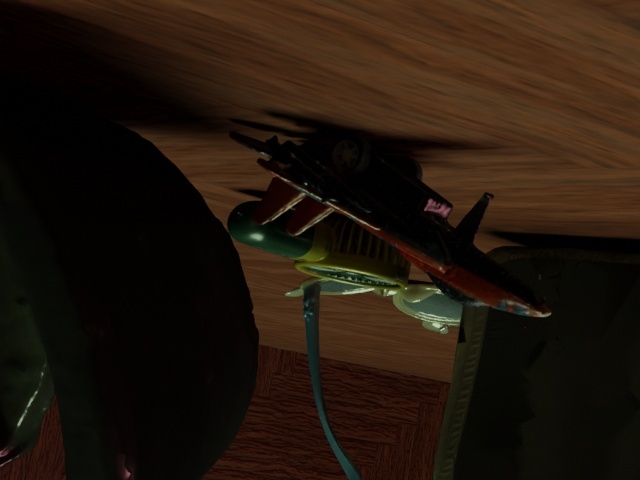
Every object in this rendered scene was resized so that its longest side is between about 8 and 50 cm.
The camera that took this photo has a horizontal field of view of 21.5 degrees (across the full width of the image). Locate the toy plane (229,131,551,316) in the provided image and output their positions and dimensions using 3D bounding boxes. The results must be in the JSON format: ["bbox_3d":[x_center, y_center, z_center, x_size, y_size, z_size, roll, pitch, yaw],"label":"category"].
[{"bbox_3d":[0.043,-0.012,0.841,0.189,0.061,0.130,21,-179,36],"label":"toy plane"}]

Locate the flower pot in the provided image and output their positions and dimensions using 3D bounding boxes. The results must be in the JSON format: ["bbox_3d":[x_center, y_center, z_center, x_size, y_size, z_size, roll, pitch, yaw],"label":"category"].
[{"bbox_3d":[-0.185,0.048,0.844,0.379,0.379,0.251,6,-167,31],"label":"flower pot"}]

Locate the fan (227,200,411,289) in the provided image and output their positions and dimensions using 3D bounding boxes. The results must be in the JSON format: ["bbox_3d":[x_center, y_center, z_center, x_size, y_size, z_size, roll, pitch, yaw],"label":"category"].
[{"bbox_3d":[0.000,0.000,1.163,0.082,0.039,0.155,4,170,44],"label":"fan"}]

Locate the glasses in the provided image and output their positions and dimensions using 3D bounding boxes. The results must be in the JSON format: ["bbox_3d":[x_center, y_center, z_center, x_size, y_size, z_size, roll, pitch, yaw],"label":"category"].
[{"bbox_3d":[0.080,0.117,1.481,0.190,0.220,0.088,15,133,-31],"label":"glasses"}]

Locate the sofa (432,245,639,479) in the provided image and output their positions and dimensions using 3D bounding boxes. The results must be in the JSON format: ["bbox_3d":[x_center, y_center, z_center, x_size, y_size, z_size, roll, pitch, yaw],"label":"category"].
[{"bbox_3d":[0.203,0.120,1.110,0.210,0.225,0.176,0,165,41],"label":"sofa"}]
